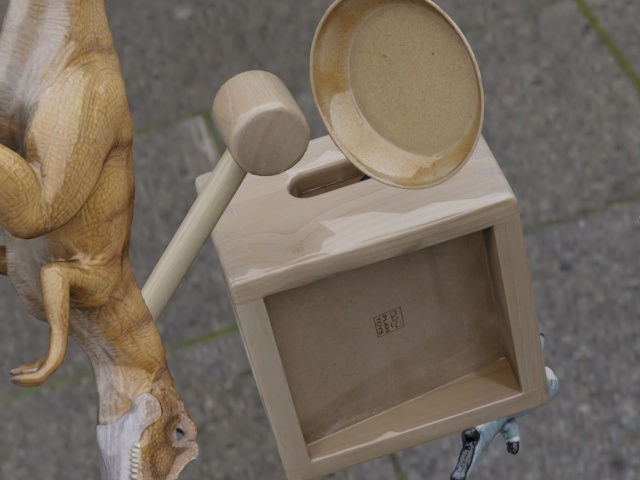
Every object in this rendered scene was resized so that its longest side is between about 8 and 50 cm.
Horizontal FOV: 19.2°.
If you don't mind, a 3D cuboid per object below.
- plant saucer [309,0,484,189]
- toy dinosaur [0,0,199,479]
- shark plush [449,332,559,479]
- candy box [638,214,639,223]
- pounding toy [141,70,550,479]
[{"bbox_3d":[0.033,-0.062,0.745,0.083,0.083,0.015,17,29,33],"label":"plant saucer"},{"bbox_3d":[-0.071,-0.035,0.476,0.112,0.211,0.064,-9,20,-27],"label":"toy dinosaur"},{"bbox_3d":[0.145,0.134,1.466,0.073,0.067,0.161,-20,21,27],"label":"shark plush"},{"bbox_3d":[0.283,0.056,1.003,0.122,0.268,0.317,-10,14,25],"label":"candy box"},{"bbox_3d":[-0.010,-0.002,0.832,0.181,0.206,0.094,-17,40,-4],"label":"pounding toy"}]
